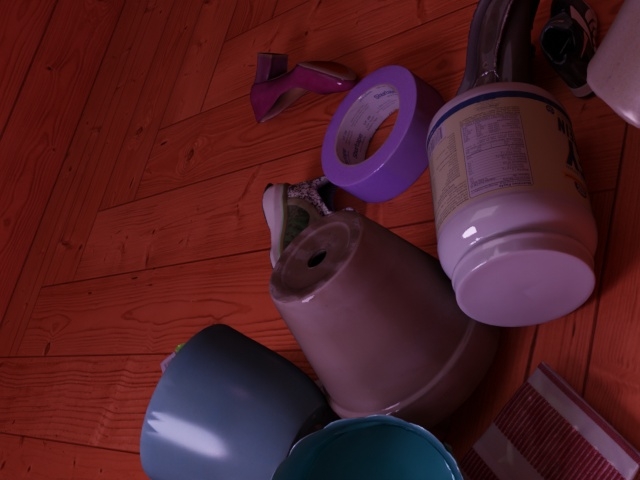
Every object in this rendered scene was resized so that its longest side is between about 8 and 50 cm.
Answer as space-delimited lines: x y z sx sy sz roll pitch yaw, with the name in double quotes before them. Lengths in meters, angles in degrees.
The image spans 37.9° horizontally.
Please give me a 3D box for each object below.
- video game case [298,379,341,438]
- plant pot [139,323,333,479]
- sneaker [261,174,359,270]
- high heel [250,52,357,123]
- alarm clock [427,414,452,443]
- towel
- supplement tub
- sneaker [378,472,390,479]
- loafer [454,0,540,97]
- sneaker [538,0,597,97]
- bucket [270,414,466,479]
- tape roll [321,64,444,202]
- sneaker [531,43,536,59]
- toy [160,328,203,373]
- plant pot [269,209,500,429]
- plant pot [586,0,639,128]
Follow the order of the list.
"video game case" -0.012 0.348 1.676 0.173 0.022 0.190 -26 54 21
"plant pot" -0.120 0.316 1.576 0.235 0.293 0.293 19 80 23
"sneaker" 0.000 0.000 1.887 0.182 0.158 0.410 -29 47 15
"high heel" -0.040 -0.346 2.250 0.377 0.127 0.181 26 117 53
"alarm clock" 0.163 0.278 1.520 0.192 0.064 0.129 -38 39 27
"towel" 0.283 0.362 1.301 0.329 0.037 0.237 -54 38 10
"supplement tub" 0.290 -0.056 1.428 0.235 0.235 0.324 -34 42 36
"sneaker" 0.030 0.404 1.495 0.321 0.180 0.124 -34 43 36
"loafer" 0.329 -0.295 1.634 0.130 0.134 0.365 24 109 34
"sneaker" 0.419 -0.356 1.589 0.078 0.106 0.234 -31 44 37
"bucket" 0.074 0.372 1.272 0.281 0.183 0.281 -2 79 10
"tape roll" 0.125 -0.217 1.906 0.275 0.090 0.274 -33 42 36
"sneaker" 0.351 -0.329 1.725 0.098 0.038 0.069 -54 35 11
"toy" -0.268 0.326 2.062 0.137 0.056 0.237 -39 49 12
"plant pot" 0.077 0.112 1.487 0.323 0.280 0.323 -33 30 22
"plant pot" 0.531 -0.284 1.236 0.305 0.334 0.333 -58 31 28
